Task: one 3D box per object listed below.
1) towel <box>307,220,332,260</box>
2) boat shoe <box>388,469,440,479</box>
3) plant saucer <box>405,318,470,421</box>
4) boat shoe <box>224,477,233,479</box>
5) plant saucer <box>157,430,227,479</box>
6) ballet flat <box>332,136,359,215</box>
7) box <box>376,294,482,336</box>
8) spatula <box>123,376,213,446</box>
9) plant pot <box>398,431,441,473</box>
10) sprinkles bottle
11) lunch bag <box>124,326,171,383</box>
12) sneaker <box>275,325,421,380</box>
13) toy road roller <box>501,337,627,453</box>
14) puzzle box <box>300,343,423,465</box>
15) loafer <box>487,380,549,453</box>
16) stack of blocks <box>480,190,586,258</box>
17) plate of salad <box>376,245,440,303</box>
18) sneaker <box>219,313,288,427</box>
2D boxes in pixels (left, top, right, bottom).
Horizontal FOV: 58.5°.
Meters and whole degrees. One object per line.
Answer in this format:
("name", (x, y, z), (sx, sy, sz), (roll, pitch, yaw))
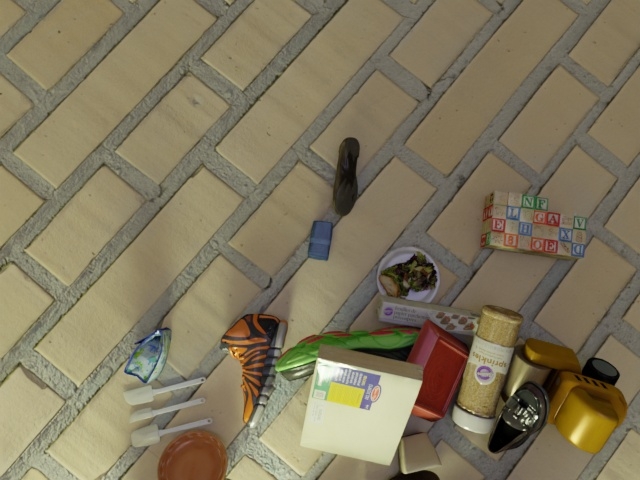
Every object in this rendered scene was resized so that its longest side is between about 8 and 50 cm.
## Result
("towel", (0.000, 0.000, 1.760), (0.067, 0.029, 0.119), (10, 83, -3))
("boat shoe", (0.226, 0.746, 1.659), (0.257, 0.095, 0.095), (-14, 120, -3))
("plant saucer", (0.330, 0.387, 1.642), (0.259, 0.047, 0.258), (34, 79, -41))
("boat shoe", (-0.385, 0.776, 1.597), (0.340, 0.127, 0.113), (-19, 114, -13))
("plant saucer", (-0.358, 0.640, 1.612), (0.200, 0.037, 0.200), (-3, 53, 4))
("ballet flat", (0.074, -0.199, 1.782), (0.084, 0.058, 0.250), (8, 87, -38))
("box", (0.333, 0.228, 1.722), (0.324, 0.067, 0.063), (10, 103, -6))
("spatula", (-0.443, 0.498, 1.675), (0.242, 0.019, 0.168), (-12, 78, -6))
("plant pot", (0.278, 0.615, 1.666), (0.109, 0.109, 0.096), (-11, 72, -5))
("sprinkles bottle", (0.482, 0.370, 1.658), (0.121, 0.121, 0.355), (14, 96, -2))
("lunch bag", (-0.483, 0.320, 1.637), (0.096, 0.129, 0.151), (29, 83, 0))
("sneaker", (0.114, 0.359, 1.623), (0.482, 0.185, 0.202), (-2, 89, -14))
("toy road roller", (0.691, 0.446, 1.613), (0.329, 0.240, 0.203), (17, 116, 2))
("puzzle box", (0.101, 0.455, 1.548), (0.272, 0.409, 0.052), (13, 39, 3))
("loafer", (0.549, 0.512, 1.602), (0.095, 0.303, 0.109), (-23, 51, -26))
("stack of blocks", (0.663, -0.045, 1.780), (0.297, 0.087, 0.171), (9, 82, -2))
("plate of salad", (0.272, 0.115, 1.754), (0.199, 0.048, 0.200), (0, 82, -3))
("sneaker", (-0.216, 0.368, 1.665), (0.180, 0.124, 0.321), (14, 71, 2))
